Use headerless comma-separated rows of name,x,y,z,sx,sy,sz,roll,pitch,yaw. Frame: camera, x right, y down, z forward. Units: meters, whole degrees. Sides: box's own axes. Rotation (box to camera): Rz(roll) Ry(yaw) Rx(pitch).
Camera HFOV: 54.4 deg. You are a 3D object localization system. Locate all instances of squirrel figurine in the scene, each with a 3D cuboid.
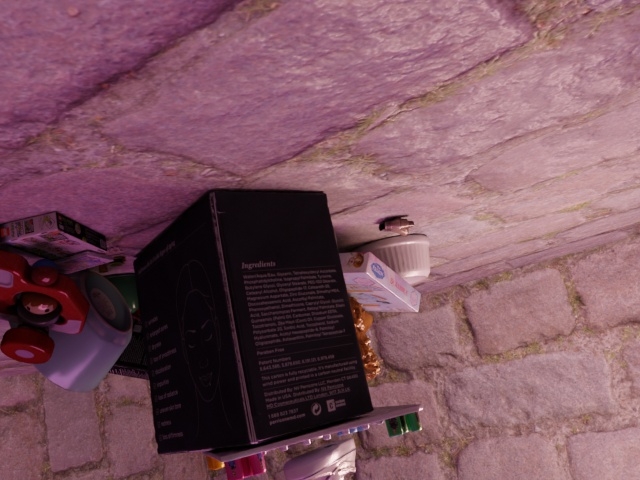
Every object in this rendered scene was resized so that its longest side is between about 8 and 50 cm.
squirrel figurine,0.017,0.361,1.860,0.281,0.371,0.397,17,159,-8

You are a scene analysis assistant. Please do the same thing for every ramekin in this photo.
ramekin,0.228,0.080,2.005,0.272,0.127,0.273,-10,167,-2

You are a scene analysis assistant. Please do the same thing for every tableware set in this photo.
tableware set,-0.514,0.050,1.467,0.104,0.024,0.154,-8,167,-12

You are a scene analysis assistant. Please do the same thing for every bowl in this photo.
bowl,-0.577,0.192,1.512,0.163,0.312,0.311,-33,164,5

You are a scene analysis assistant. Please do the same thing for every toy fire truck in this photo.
toy fire truck,-0.611,0.104,1.220,0.302,0.169,0.254,17,142,-16

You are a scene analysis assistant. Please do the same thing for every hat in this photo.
hat,-0.542,0.199,1.709,0.208,0.184,0.173,-11,166,-3

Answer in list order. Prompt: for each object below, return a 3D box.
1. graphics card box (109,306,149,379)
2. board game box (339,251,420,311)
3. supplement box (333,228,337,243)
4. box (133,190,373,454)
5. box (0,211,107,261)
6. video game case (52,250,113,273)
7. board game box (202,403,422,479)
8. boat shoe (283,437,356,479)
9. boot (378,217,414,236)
graphics card box,-0.445,0.294,1.823,0.370,0.233,0.094,10,146,-4
board game box,0.085,0.129,1.845,0.318,0.066,0.318,-3,153,35
supplement box,0.000,0.000,1.630,0.083,0.056,0.083,-12,167,3
box,-0.179,0.194,1.377,0.297,0.472,0.480,-4,165,-36
box,-0.517,-0.002,1.221,0.114,0.036,0.207,-12,167,3
video game case,-0.516,0.048,1.320,0.122,0.011,0.087,-15,166,15
board game box,-0.032,0.413,1.288,0.389,0.050,0.390,-9,167,-18
boat shoe,0.009,0.478,1.293,0.096,0.088,0.267,-17,167,16
boot,0.203,-0.036,1.708,0.086,0.042,0.118,-3,164,-10
